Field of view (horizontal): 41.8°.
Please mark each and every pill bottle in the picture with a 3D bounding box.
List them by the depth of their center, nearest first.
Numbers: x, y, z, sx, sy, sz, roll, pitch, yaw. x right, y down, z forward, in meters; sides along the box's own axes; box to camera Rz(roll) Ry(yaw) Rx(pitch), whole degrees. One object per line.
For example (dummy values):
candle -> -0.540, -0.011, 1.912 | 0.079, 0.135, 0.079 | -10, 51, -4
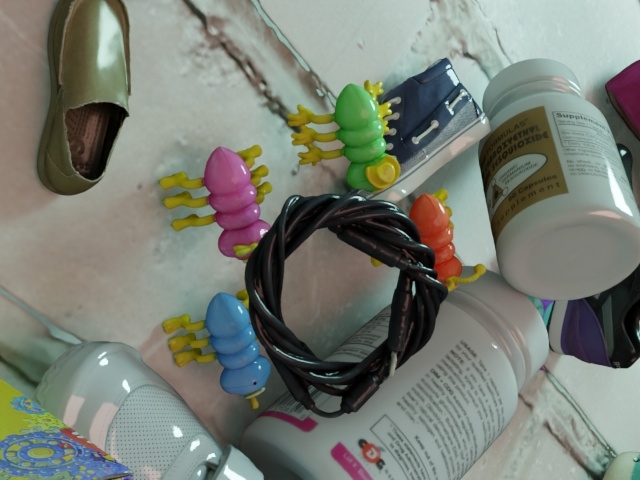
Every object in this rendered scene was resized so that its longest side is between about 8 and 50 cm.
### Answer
pill bottle -> 0.078, 0.151, 0.769 | 0.283, 0.160, 0.160 | -36, 124, -32
pill bottle -> 0.223, -0.068, 0.816 | 0.131, 0.131, 0.229 | 48, 30, -41

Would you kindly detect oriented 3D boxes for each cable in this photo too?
cable -> 0.022, 0.041, 0.623 | 0.150, 0.047, 0.184 | -31, 120, -10

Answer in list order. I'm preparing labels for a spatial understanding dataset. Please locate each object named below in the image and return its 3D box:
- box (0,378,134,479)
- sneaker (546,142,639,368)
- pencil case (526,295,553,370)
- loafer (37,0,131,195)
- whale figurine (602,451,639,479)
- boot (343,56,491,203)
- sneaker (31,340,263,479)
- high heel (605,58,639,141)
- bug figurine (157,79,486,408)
box -> -0.239, 0.199, 0.376 | 0.177, 0.290, 0.279 | -6, 106, -44
sneaker -> 0.384, 0.021, 1.063 | 0.107, 0.124, 0.283 | 0, 100, -45
pencil case -> 0.247, 0.073, 0.984 | 0.070, 0.064, 0.151 | 14, 91, -21
loafer -> -0.150, -0.100, 0.558 | 0.056, 0.050, 0.148 | 0, 100, -45
whale figurine -> 0.496, 0.452, 1.246 | 0.216, 0.141, 0.272 | -22, 108, -56
boot -> 0.068, -0.090, 0.778 | 0.190, 0.069, 0.086 | -37, 98, -24
sneaker -> -0.036, 0.213, 0.582 | 0.365, 0.210, 0.137 | 66, 34, -26
high heel -> 0.460, -0.080, 1.159 | 0.181, 0.127, 0.377 | -15, 119, -11
bug figurine -> 0.000, 0.000, 0.668 | 0.279, 0.072, 0.216 | -27, 113, -18
